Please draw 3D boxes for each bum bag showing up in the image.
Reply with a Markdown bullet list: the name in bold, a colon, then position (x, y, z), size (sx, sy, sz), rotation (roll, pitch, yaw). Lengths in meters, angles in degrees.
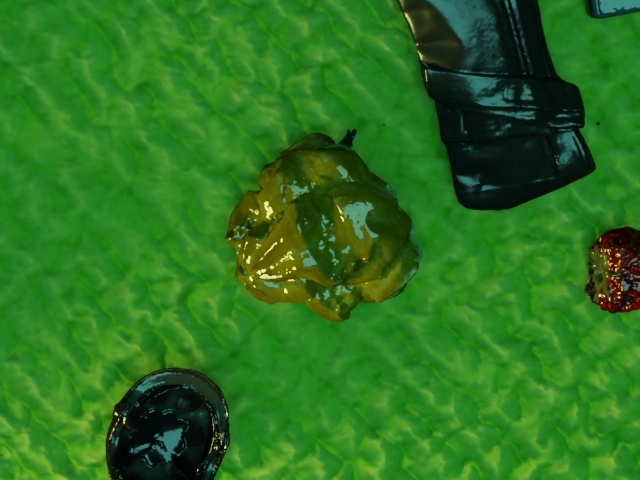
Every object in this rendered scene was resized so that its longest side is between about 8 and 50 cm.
- **bum bag**: position (0.136, -0.145, 1.582), size (0.123, 0.060, 0.248), rotation (-19, 103, -2)

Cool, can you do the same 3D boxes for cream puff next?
- **cream puff**: position (-0.001, 0.001, 1.560), size (0.156, 0.121, 0.156), rotation (-2, 106, -6)

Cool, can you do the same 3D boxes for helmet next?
- **helmet**: position (-0.127, 0.159, 1.599), size (0.098, 0.070, 0.123), rotation (18, 90, -15)

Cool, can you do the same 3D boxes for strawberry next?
- **strawberry**: position (0.261, 0.024, 1.621), size (0.083, 0.073, 0.073), rotation (-2, 100, -19)

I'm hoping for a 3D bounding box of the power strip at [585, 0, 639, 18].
- **power strip**: position (0.237, -0.244, 1.589), size (0.056, 0.032, 0.123), rotation (-10, 100, -5)
